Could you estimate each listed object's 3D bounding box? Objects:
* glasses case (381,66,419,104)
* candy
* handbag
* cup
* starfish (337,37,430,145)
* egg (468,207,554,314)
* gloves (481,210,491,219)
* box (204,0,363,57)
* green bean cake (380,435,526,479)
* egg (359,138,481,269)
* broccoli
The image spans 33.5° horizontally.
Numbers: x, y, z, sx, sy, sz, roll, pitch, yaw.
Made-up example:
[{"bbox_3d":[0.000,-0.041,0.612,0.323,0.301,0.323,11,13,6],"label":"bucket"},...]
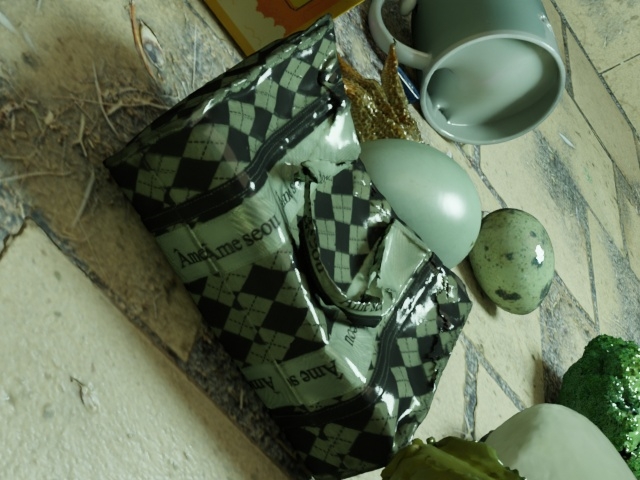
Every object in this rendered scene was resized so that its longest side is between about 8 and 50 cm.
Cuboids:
[{"bbox_3d":[0.138,-0.271,1.834,0.083,0.033,0.023,49,48,-26],"label":"glasses case"},{"bbox_3d":[0.332,0.414,1.385,0.386,0.186,0.427,36,42,-33],"label":"candy"},{"bbox_3d":[0.000,0.000,1.151,0.416,0.180,0.317,59,41,-13],"label":"handbag"},{"bbox_3d":[0.249,-0.372,1.940,0.356,0.259,0.275,14,46,-18],"label":"cup"},{"bbox_3d":[0.117,-0.182,1.665,0.294,0.084,0.301,63,30,-3],"label":"starfish"},{"bbox_3d":[0.322,0.035,1.781,0.141,0.141,0.182,-11,85,-63],"label":"egg"},{"bbox_3d":[0.295,-0.022,1.888,0.044,0.037,0.081,15,60,-24],"label":"gloves"},{"bbox_3d":[-0.054,-0.435,1.444,0.259,0.213,0.283,50,30,-20],"label":"box"},{"bbox_3d":[0.139,0.338,1.051,0.310,0.202,0.285,19,90,-54],"label":"green bean cake"},{"bbox_3d":[0.101,-0.043,1.397,0.264,0.183,0.183,17,51,-46],"label":"egg"},{"bbox_3d":[0.536,0.292,1.807,0.270,0.270,0.270,-3,90,-76],"label":"broccoli"}]
